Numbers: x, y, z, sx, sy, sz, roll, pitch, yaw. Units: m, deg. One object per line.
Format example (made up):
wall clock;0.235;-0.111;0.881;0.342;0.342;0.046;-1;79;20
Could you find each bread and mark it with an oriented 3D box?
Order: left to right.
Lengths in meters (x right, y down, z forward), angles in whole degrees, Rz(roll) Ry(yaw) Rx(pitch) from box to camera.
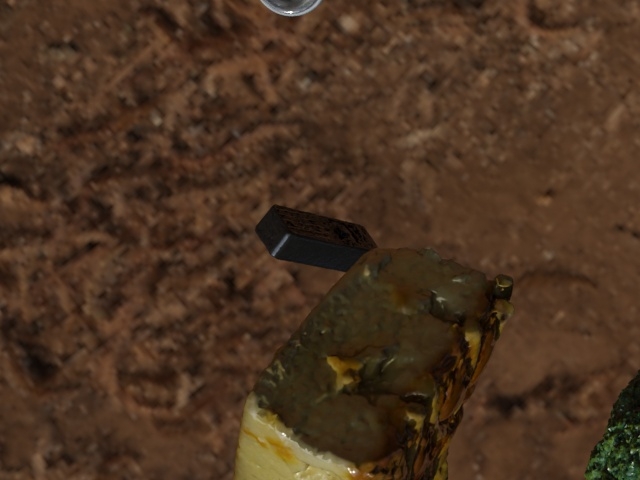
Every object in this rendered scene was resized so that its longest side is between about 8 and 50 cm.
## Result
bread;0.028;0.139;1.035;0.185;0.114;0.275;-49;164;-32

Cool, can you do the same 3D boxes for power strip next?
power strip;0.000;0.000;1.199;0.111;0.038;0.029;12;125;-47

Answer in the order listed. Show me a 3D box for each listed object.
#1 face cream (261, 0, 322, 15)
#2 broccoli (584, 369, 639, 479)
face cream;-0.005;-0.279;1.533;0.075;0.075;0.229;-62;178;23
broccoli;0.322;0.206;1.175;0.241;0.269;0.261;17;76;-28
